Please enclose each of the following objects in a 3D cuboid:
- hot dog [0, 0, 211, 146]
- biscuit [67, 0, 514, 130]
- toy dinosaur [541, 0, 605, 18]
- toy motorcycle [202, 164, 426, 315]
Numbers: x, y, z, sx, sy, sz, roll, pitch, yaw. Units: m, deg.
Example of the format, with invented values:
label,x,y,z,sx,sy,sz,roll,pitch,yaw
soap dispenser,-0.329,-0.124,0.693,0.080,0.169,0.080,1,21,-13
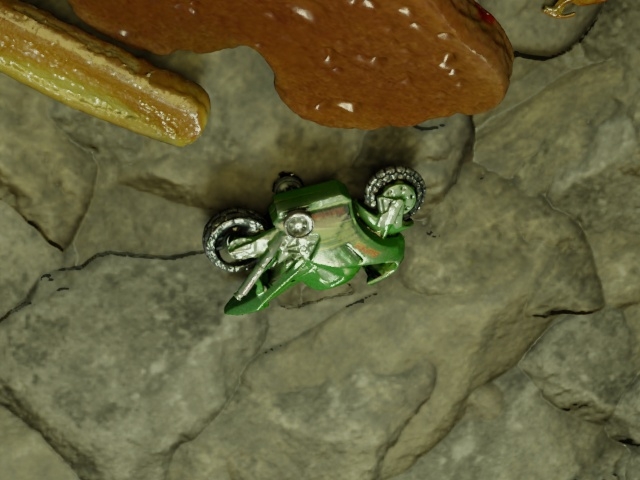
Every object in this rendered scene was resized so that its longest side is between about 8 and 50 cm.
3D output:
label,x,y,z,sx,sy,sz,roll,pitch,yaw
hot dog,-0.186,-0.134,0.764,0.216,0.047,0.066,23,124,-15
biscuit,-0.024,-0.163,0.723,0.262,0.052,0.277,-11,146,44
toy dinosaur,0.229,-0.210,0.800,0.113,0.026,0.041,-21,121,11
toy motorcycle,0.000,0.000,0.838,0.190,0.074,0.106,-15,122,-1
